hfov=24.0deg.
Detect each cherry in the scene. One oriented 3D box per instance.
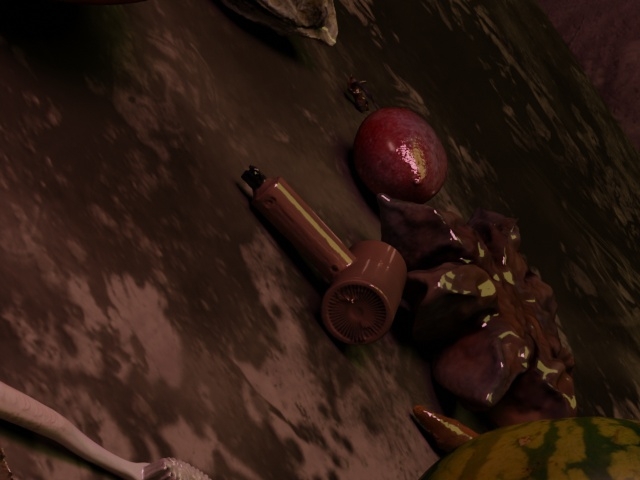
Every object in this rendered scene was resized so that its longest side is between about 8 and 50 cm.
[{"bbox_3d":[0.078,-0.105,1.590,0.107,0.090,0.225,33,20,-22],"label":"cherry"}]

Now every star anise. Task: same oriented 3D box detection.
[{"bbox_3d":[0.161,0.063,1.486,0.315,0.108,0.315,39,35,-35],"label":"star anise"}]

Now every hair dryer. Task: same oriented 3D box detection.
[{"bbox_3d":[0.000,0.000,1.308,0.182,0.064,0.117,47,22,-9],"label":"hair dryer"}]

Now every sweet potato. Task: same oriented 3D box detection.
[{"bbox_3d":[0.165,0.223,1.346,0.226,0.068,0.068,33,26,-9],"label":"sweet potato"}]

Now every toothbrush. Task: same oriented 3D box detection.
[{"bbox_3d":[-0.166,0.095,0.852,0.307,0.029,0.025,36,37,-41],"label":"toothbrush"}]

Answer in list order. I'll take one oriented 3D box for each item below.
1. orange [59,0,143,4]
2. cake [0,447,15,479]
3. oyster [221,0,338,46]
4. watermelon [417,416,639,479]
[{"bbox_3d":[-0.179,-0.304,1.126,0.284,0.226,0.284,39,27,-25],"label":"orange"},{"bbox_3d":[-0.172,0.131,0.667,0.065,0.121,0.052,32,36,-61],"label":"cake"},{"bbox_3d":[-0.054,-0.321,1.511,0.198,0.268,0.112,-10,24,-29],"label":"oyster"},{"bbox_3d":[0.175,0.254,1.018,0.285,0.285,0.285,45,24,-26],"label":"watermelon"}]
